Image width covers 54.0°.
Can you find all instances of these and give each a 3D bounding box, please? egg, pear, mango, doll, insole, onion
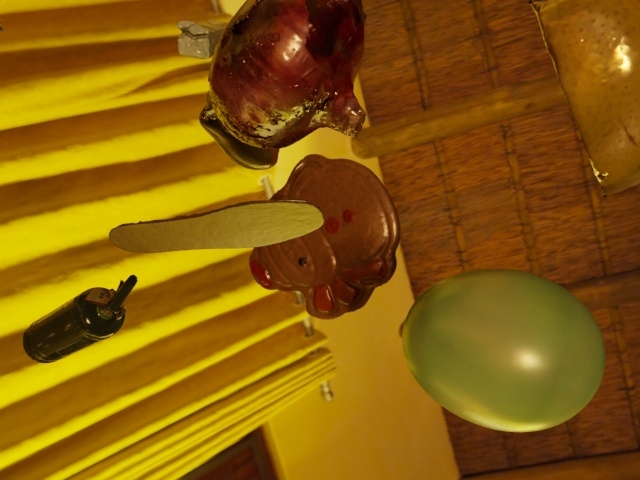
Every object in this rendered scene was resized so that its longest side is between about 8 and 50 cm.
[{"bbox_3d":[0.248,0.149,0.869,0.270,0.220,0.220,5,-61,10],"label":"egg"},{"bbox_3d":[0.463,-0.257,0.943,0.191,0.340,0.386,-19,-43,29],"label":"pear"},{"bbox_3d":[-0.248,-0.322,1.927,0.129,0.146,0.289,1,-36,49],"label":"mango"},{"bbox_3d":[-0.219,-0.324,1.448,0.088,0.127,0.249,32,3,-15],"label":"doll"},{"bbox_3d":[-0.155,-0.015,0.925,0.111,0.328,0.007,72,14,-53],"label":"insole"},{"bbox_3d":[-0.026,-0.222,0.841,0.219,0.252,0.252,39,-38,2],"label":"onion"}]

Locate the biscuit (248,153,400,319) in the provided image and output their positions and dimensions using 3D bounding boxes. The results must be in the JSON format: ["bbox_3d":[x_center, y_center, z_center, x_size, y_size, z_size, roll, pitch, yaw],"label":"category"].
[{"bbox_3d":[0.000,0.000,1.427,0.381,0.074,0.358,-33,-101,18],"label":"biscuit"}]

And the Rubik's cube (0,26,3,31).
[{"bbox_3d":[-0.686,-0.315,0.997,0.246,0.250,0.248,42,-70,47],"label":"Rubik's cube"}]

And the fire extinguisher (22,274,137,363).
[{"bbox_3d":[-0.439,0.146,1.159,0.311,0.114,0.095,-24,-57,42],"label":"fire extinguisher"}]

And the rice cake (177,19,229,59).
[{"bbox_3d":[-0.215,-0.398,1.233,0.336,0.066,0.063,-89,-171,-71],"label":"rice cake"}]
